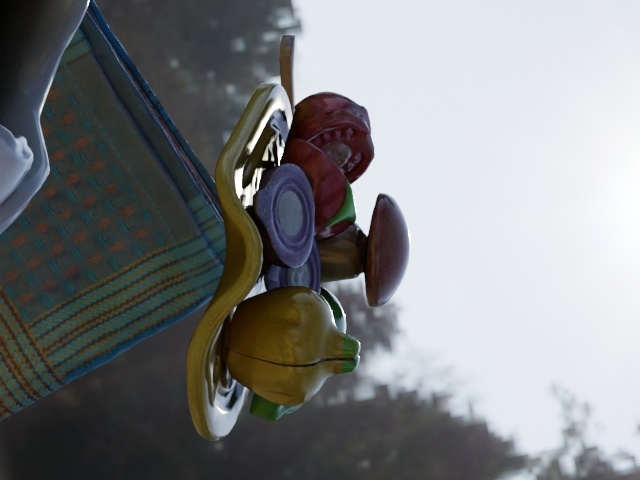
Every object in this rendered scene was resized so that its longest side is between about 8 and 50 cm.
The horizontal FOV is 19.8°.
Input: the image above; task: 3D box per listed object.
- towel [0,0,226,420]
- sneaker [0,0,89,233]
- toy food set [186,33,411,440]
[{"bbox_3d":[-0.255,-0.001,1.007,0.271,0.370,0.040,57,8,-17],"label":"towel"},{"bbox_3d":[-0.128,-0.001,0.459,0.115,0.090,0.232,-13,-131,45],"label":"sneaker"},{"bbox_3d":[0.000,0.000,0.791,0.218,0.071,0.128,-70,164,-58],"label":"toy food set"}]
